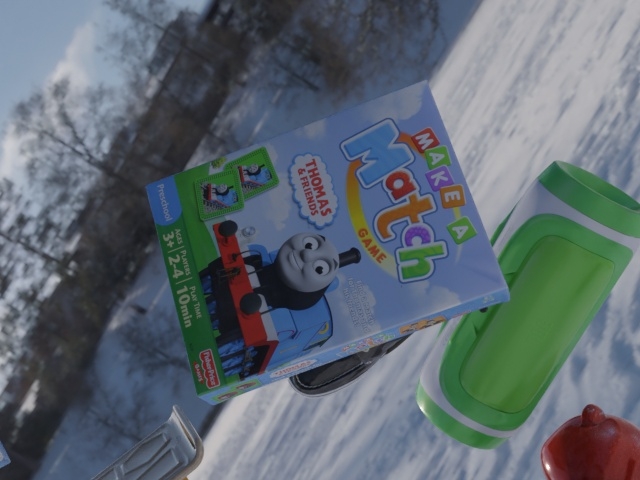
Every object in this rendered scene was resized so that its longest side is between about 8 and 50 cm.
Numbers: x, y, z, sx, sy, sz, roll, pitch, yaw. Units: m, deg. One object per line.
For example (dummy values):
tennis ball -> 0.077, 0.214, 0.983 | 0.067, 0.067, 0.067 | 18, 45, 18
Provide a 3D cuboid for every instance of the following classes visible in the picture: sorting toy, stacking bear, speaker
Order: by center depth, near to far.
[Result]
stacking bear -> 0.272, 0.319, 1.006 | 0.164, 0.175, 0.289 | -13, 56, 50
speaker -> 0.215, 0.070, 1.024 | 0.297, 0.131, 0.131 | -62, 0, 19
sorting toy -> -0.225, 0.295, 1.159 | 0.208, 0.038, 0.193 | -42, 14, -10

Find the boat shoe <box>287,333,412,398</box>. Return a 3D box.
boat shoe -> 0.055, 0.067, 0.895 | 0.228, 0.080, 0.076 | -36, -6, 10

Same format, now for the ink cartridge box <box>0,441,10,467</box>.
ink cartridge box -> -0.415, 0.218, 1.005 | 0.134, 0.078, 0.231 | -28, -13, -14

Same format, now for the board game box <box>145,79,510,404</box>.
board game box -> 0.000, 0.000, 0.663 | 0.211, 0.160, 0.039 | -20, -22, 5
